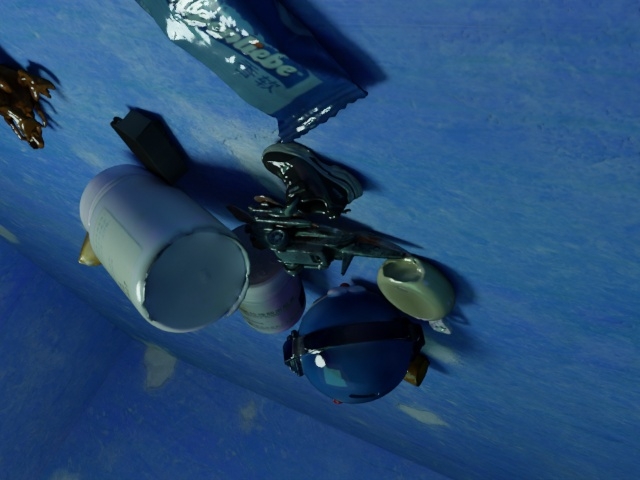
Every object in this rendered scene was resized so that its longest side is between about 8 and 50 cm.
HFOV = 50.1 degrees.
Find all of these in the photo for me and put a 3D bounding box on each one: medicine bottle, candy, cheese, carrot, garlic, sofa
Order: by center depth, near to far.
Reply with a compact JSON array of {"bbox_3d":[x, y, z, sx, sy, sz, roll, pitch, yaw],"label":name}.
[{"bbox_3d":[-0.109,-0.250,0.803,0.331,0.077,0.187,38,150,-22],"label":"candy"},{"bbox_3d":[0.186,0.108,1.226,0.137,0.064,0.227,14,155,39],"label":"cheese"},{"bbox_3d":[-0.307,-0.175,1.248,0.085,0.060,0.147,31,164,32],"label":"sofa"},{"bbox_3d":[-0.310,0.000,1.295,0.379,0.213,0.213,37,169,46],"label":"medicine bottle"},{"bbox_3d":[-0.119,0.084,1.435,0.152,0.152,0.254,23,158,18],"label":"medicine bottle"},{"bbox_3d":[0.154,0.270,1.619,0.205,0.072,0.072,24,158,22],"label":"carrot"},{"bbox_3d":[-0.529,-0.014,1.726,0.145,0.164,0.245,46,149,-6],"label":"garlic"}]

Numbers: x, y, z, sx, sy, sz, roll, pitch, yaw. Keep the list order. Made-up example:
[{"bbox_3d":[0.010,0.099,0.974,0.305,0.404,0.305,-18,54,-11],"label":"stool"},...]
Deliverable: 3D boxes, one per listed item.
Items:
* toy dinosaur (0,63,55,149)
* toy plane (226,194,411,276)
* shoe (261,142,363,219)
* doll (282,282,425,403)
[{"bbox_3d":[-0.600,-0.300,1.289,0.208,0.097,0.432,30,157,27],"label":"toy dinosaur"},{"bbox_3d":[-0.003,0.006,1.183,0.327,0.104,0.223,17,154,28],"label":"toy plane"},{"bbox_3d":[-0.027,-0.078,1.036,0.169,0.099,0.071,26,160,12],"label":"shoe"},{"bbox_3d":[0.061,0.220,1.407,0.285,0.240,0.310,-4,157,-11],"label":"doll"}]
